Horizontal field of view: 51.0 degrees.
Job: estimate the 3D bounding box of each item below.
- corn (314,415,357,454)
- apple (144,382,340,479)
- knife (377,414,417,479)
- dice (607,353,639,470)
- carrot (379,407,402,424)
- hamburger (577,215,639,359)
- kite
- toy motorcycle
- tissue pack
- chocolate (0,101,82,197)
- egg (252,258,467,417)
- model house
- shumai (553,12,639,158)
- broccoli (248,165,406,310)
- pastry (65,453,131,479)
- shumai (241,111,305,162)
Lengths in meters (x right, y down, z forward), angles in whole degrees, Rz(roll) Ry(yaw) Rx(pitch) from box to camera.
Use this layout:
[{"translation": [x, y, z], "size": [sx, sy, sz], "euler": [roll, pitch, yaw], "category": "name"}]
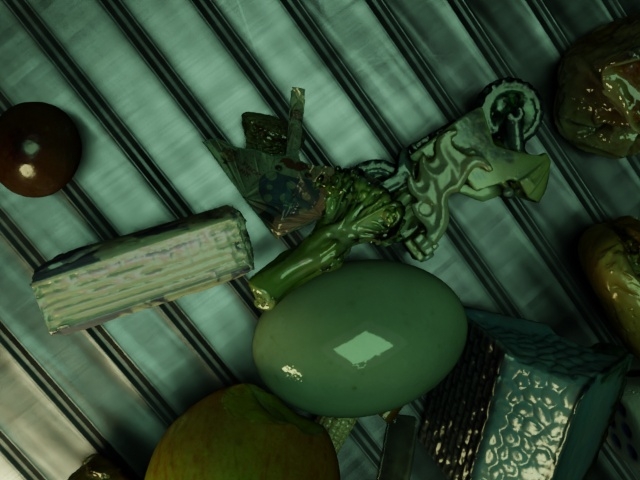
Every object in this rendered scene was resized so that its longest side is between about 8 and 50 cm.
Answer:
[{"translation": [0.010, 0.381, 1.315], "size": [0.087, 0.087, 0.211], "euler": [30, 87, -11], "category": "corn"}, {"translation": [-0.130, 0.427, 1.123], "size": [0.340, 0.339, 0.339], "euler": [-1, 96, -9], "category": "apple"}, {"translation": [0.152, 0.479, 1.376], "size": [0.072, 0.019, 0.245], "euler": [10, 92, -11], "category": "knife"}, {"translation": [0.682, 0.341, 1.355], "size": [0.192, 0.194, 0.193], "euler": [-16, 100, -6], "category": "dice"}, {"translation": [0.164, 0.300, 1.345], "size": [0.048, 0.048, 0.139], "euler": [39, 87, -11], "category": "carrot"}, {"translation": [0.619, 0.100, 1.291], "size": [0.158, 0.318, 0.318], "euler": [-28, 100, 19], "category": "hamburger"}, {"translation": [-0.051, -0.129, 1.208], "size": [0.335, 0.011, 0.314], "euler": [11, 125, -2], "category": "kite"}, {"translation": [0.252, -0.119, 1.254], "size": [0.410, 0.169, 0.237], "euler": [-30, 92, 5], "category": "toy motorcycle"}, {"translation": [-0.286, 0.041, 1.149], "size": [0.344, 0.242, 0.125], "euler": [-17, 97, -7], "category": "tissue pack"}, {"translation": [-0.489, -0.155, 1.139], "size": [0.177, 0.177, 0.176], "euler": [-1, 96, -9], "category": "chocolate"}, {"translation": [0.071, 0.173, 1.199], "size": [0.389, 0.276, 0.276], "euler": [-9, 97, -4], "category": "egg"}, {"translation": [0.349, 0.324, 1.290], "size": [0.297, 0.339, 0.360], "euler": [-12, 118, -50], "category": "model house"}, {"translation": [0.587, -0.318, 1.214], "size": [0.267, 0.262, 0.314], "euler": [37, 90, 10], "category": "shumai"}, {"translation": [0.002, 0.006, 1.122], "size": [0.304, 0.145, 0.165], "euler": [-39, 78, -24], "category": "broccoli"}, {"translation": [-0.377, 0.473, 1.202], "size": [0.218, 0.229, 0.100], "euler": [28, 58, 27], "category": "pastry"}, {"translation": [-0.097, -0.178, 1.236], "size": [0.124, 0.099, 0.087], "euler": [24, 111, 4], "category": "shumai"}]
